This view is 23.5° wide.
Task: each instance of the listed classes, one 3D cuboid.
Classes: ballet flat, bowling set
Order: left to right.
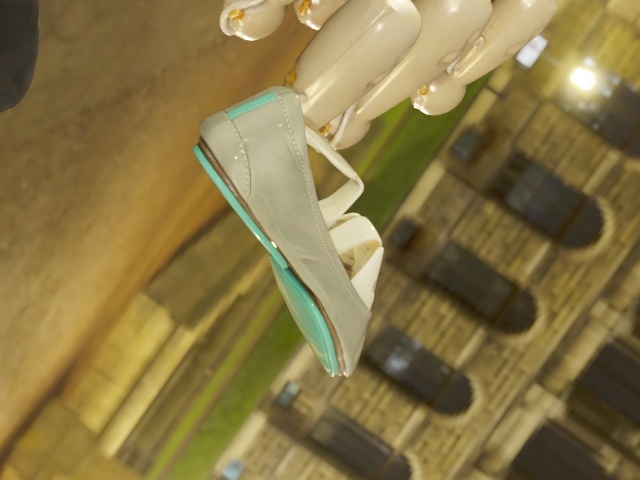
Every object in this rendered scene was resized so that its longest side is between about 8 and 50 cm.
[{"bbox_3d":[0.000,0.000,0.818,0.068,0.072,0.213,-33,139,-5],"label":"ballet flat"},{"bbox_3d":[0.011,-0.166,1.024,0.154,0.200,0.287,-42,165,29],"label":"bowling set"}]

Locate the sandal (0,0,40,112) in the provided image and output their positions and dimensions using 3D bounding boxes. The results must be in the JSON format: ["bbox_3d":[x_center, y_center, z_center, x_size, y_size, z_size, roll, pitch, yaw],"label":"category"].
[{"bbox_3d":[-0.183,-0.151,0.620,0.054,0.097,0.254,-97,175,-52],"label":"sandal"}]
